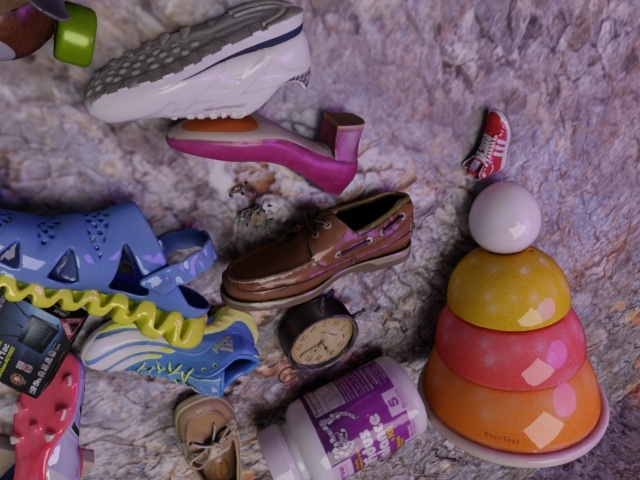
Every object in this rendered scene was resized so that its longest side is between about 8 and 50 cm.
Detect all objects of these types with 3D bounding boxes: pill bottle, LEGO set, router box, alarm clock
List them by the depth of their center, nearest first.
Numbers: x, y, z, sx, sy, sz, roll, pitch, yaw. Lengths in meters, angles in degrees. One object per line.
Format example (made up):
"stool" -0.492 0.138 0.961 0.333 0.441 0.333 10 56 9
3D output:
"router box" -0.345 0.115 0.552 0.092 0.038 0.122 31 106 -10
"LEGO set" -0.091 -0.042 0.626 0.054 0.023 0.083 -20 118 -19
"alarm clock" -0.016 0.173 0.801 0.129 0.064 0.192 22 108 -40
"pill bottle" 0.038 0.359 0.902 0.301 0.169 0.169 -24 133 -14

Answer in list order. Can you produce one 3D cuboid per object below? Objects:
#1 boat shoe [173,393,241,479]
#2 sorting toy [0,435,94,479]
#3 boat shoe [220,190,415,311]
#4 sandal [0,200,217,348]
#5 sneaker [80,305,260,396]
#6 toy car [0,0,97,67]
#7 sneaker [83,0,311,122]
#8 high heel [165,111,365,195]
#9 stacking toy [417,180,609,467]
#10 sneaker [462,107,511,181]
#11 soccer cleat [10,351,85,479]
"boat shoe" -0.185 0.375 0.838 0.104 0.089 0.285 -20 131 -16
"sorting toy" -0.510 0.398 0.663 0.255 0.089 0.257 -45 134 7
"boat shoe" 0.000 0.000 0.659 0.307 0.110 0.104 -20 128 -30
"sandal" -0.240 0.012 0.519 0.317 0.126 0.138 29 92 -46
"sneaker" -0.191 0.155 0.640 0.240 0.126 0.091 -9 127 -26
"toy car" -0.227 -0.182 0.317 0.155 0.188 0.149 5 120 -33
"sneaker" -0.115 -0.160 0.478 0.235 0.090 0.095 -24 142 -11
"high heel" -0.061 -0.094 0.570 0.244 0.082 0.117 -12 135 -30
"stacking toy" 0.349 0.123 0.860 0.350 0.350 0.480 -16 115 -20
"sneaker" 0.258 -0.143 0.736 0.067 0.042 0.118 -32 136 -10
"soccer cleat" -0.357 0.270 0.632 0.083 0.095 0.248 7 85 6
